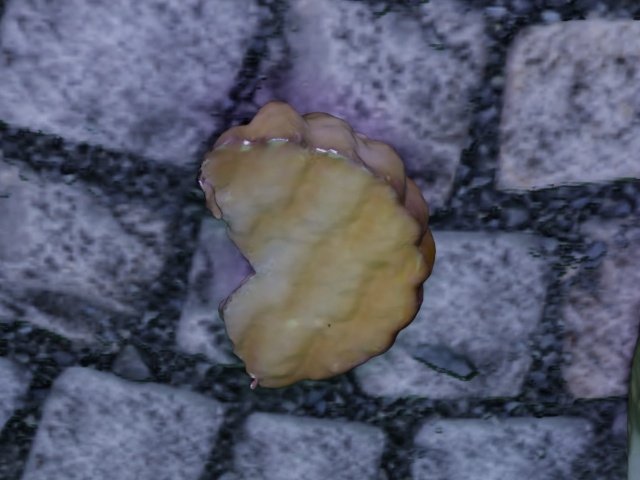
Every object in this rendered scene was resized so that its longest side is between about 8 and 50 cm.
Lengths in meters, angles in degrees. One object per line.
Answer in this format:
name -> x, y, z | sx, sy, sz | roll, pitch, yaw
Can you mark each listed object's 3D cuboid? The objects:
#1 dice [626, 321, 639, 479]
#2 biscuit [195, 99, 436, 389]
dice -> 0.305, 0.125, 0.998 | 0.252, 0.254, 0.250 | -2, 132, -4
biscuit -> 0.000, 0.000, 1.001 | 0.118, 0.061, 0.183 | -5, 131, -1
